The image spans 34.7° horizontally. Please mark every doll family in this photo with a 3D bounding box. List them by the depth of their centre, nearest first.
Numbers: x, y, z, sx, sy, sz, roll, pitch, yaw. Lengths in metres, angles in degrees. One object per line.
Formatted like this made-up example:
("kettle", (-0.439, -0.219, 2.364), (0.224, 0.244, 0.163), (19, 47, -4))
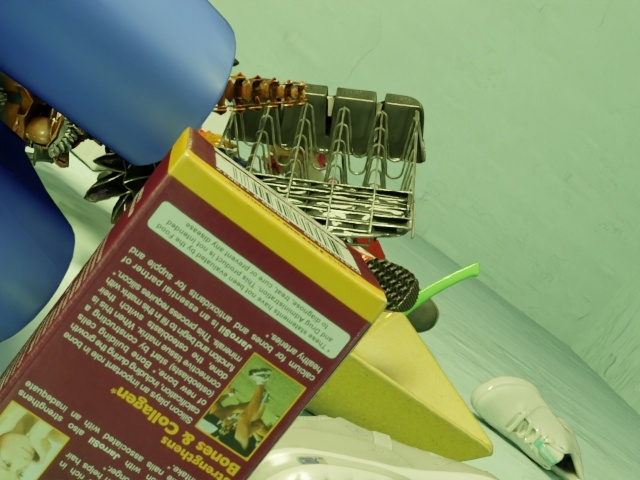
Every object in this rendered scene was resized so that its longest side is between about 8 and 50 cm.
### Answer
("doll family", (-0.104, -0.072, 1.171), (0.263, 0.118, 0.163), (13, -26, 40))

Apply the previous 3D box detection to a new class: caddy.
("caddy", (-0.198, -0.098, 0.547), (0.179, 0.241, 0.341), (42, -3, -27))

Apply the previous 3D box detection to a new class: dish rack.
("dish rack", (-0.003, -0.067, 0.960), (0.208, 0.074, 0.271), (6, 35, 3))

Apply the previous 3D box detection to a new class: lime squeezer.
("lime squeezer", (0.035, 0.063, 1.232), (0.310, 0.109, 0.059), (7, 9, -3))

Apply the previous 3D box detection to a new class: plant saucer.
("plant saucer", (-0.023, 0.072, 0.984), (0.333, 0.081, 0.332), (36, 9, -20))

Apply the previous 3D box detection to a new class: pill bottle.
("pill bottle", (-0.197, -0.200, 1.637), (0.103, 0.103, 0.184), (35, 8, -24))

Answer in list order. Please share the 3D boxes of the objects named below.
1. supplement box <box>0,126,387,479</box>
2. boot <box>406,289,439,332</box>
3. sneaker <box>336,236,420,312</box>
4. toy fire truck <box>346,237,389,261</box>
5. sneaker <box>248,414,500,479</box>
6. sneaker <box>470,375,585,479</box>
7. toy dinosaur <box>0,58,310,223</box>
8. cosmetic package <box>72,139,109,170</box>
("supplement box", (-0.072, 0.059, 0.443), (0.104, 0.188, 0.081), (37, 7, -13))
("boot", (0.101, 0.102, 1.392), (0.190, 0.076, 0.208), (22, 5, -15))
("sneaker", (0.016, 0.024, 1.001), (0.161, 0.057, 0.075), (31, -16, -6))
("toy fire truck", (0.035, -0.019, 1.670), (0.135, 0.047, 0.192), (26, -32, 52))
("sneaker", (0.034, 0.158, 0.670), (0.281, 0.105, 0.115), (30, 12, -45))
("sneaker", (0.291, 0.261, 1.382), (0.212, 0.080, 0.094), (36, 20, -28))
("toy dinosaur", (-0.169, -0.133, 0.876), (0.218, 0.322, 0.164), (29, -39, 63))
("cosmetic package", (-0.245, -0.134, 1.212), (0.099, 0.060, 0.239), (38, 8, 4))
